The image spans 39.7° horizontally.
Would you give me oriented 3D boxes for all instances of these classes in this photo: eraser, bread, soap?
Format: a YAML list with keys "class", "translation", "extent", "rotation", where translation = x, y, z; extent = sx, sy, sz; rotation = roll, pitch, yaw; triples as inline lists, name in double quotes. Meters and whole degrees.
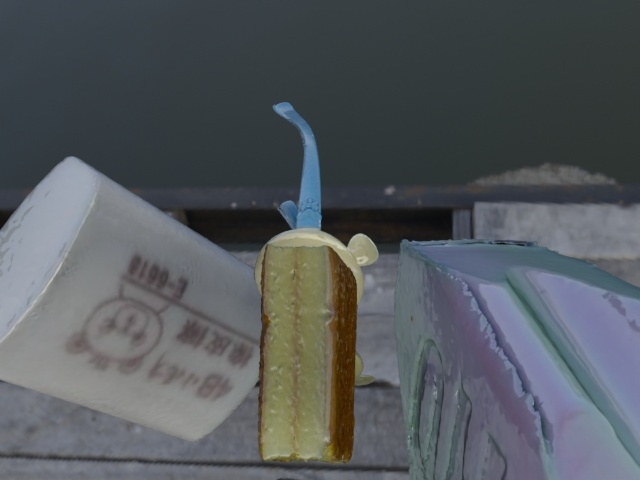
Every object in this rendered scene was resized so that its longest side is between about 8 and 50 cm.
- class: "eraser"
  translation: [-0.155, 0.064, 0.759]
  extent: [0.095, 0.270, 0.174]
  rotation: [33, 88, 39]
- class: "bread"
  translation: [-0.004, 0.055, 0.411]
  extent: [0.035, 0.090, 0.094]
  rotation: [-1, 75, 9]
- class: "soap"
  translation: [0.171, 0.172, 0.617]
  extent: [0.156, 0.261, 0.446]
  rotation: [-4, 31, -9]

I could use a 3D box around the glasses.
- class: "glasses"
  translation: [-0.030, 0.005, 0.748]
  extent: [0.088, 0.189, 0.220]
  rotation: [-15, 47, -11]

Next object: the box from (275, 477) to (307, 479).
- class: "box"
  translation: [-0.069, 0.550, 1.161]
  extent: [0.138, 0.420, 0.372]
  rotation: [2, 91, 17]
